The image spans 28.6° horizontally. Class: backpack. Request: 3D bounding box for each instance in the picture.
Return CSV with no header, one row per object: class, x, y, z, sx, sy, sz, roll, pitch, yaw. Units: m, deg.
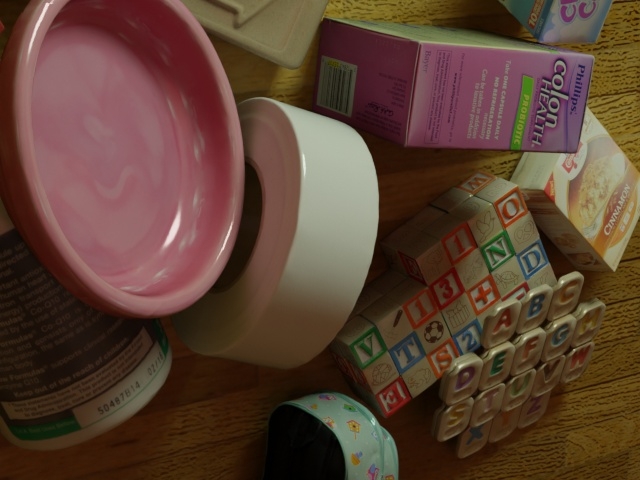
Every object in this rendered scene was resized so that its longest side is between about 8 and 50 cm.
backpack,0.012,0.280,1.557,0.144,0.166,0.188,-19,118,-36

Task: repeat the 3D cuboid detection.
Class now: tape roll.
tape roll,-0.060,-0.008,1.353,0.100,0.286,0.286,14,99,-32

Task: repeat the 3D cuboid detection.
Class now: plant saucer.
plant saucer,-0.196,-0.089,1.188,0.332,0.084,0.332,20,67,-57

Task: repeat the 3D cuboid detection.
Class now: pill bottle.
pill bottle,-0.307,0.016,1.266,0.204,0.204,0.361,-31,119,-17

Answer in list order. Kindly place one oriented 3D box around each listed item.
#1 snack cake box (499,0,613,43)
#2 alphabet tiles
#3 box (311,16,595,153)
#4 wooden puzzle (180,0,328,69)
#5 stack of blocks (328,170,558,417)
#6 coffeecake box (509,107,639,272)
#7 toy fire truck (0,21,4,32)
snack cake box,0.296,-0.380,1.459,0.089,0.152,0.264,-3,129,-26
alphabet tiles,0.269,0.174,1.687,0.284,0.021,0.278,-19,134,-31
box,0.149,-0.181,1.454,0.243,0.213,0.117,-2,106,-30
wooden puzzle,-0.101,-0.388,1.332,0.347,0.080,0.322,19,96,-37
stack of blocks,0.145,0.066,1.607,0.297,0.087,0.171,-36,120,-15
coffeecake box,0.346,-0.068,1.667,0.185,0.068,0.142,43,66,-32
toy fire truck,-0.420,-0.232,1.215,0.135,0.047,0.192,-48,121,-8
